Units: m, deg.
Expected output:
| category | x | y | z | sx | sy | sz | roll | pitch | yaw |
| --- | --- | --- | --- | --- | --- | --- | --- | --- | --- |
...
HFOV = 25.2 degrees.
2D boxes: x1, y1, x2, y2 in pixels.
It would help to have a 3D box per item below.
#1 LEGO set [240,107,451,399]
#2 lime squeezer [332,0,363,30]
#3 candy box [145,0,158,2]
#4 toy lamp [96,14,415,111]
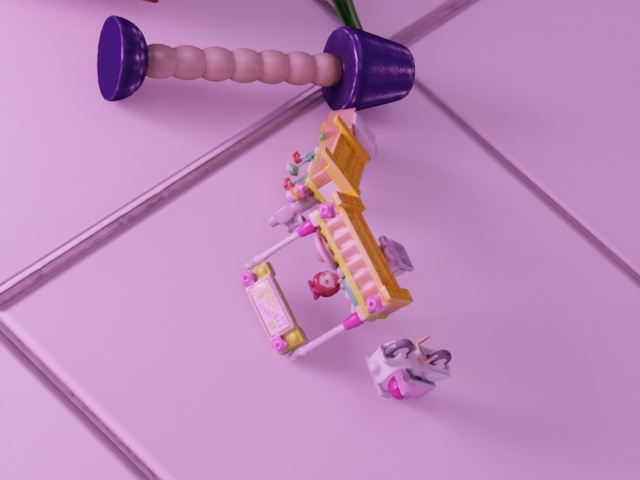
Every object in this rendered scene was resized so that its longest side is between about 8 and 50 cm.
| category | x | y | z | sx | sy | sz | roll | pitch | yaw |
| --- | --- | --- | --- | --- | --- | --- | --- | --- | --- |
| LEGO set | 0.000 | 0.000 | 1.130 | 0.132 | 0.107 | 0.287 | 36 | 28 | -46 |
| lime squeezer | -0.030 | -0.287 | 1.328 | 0.310 | 0.059 | 0.110 | 55 | 40 | -10 |
| candy box | -0.222 | -0.362 | 1.259 | 0.183 | 0.087 | 0.316 | 9 | 50 | -19 |
| toy lamp | -0.049 | -0.150 | 1.219 | 0.275 | 0.080 | 0.080 | 1 | 53 | -27 |
